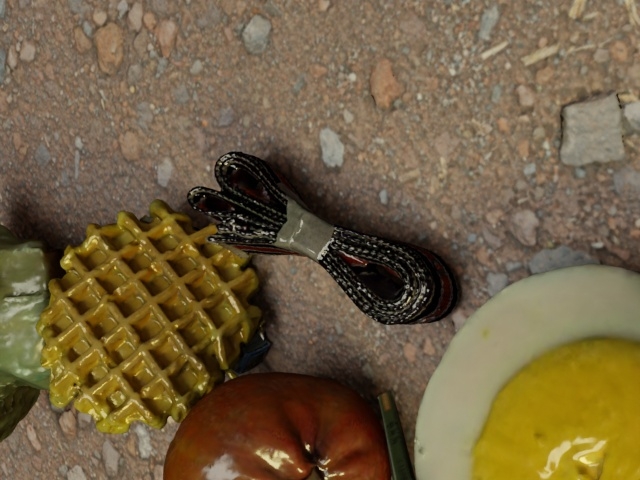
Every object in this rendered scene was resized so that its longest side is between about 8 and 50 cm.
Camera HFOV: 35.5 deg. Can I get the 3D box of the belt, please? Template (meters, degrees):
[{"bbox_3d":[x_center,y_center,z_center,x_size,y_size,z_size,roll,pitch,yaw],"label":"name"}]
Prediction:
[{"bbox_3d":[0.000,0.000,1.199,0.359,0.094,0.126,25,88,29],"label":"belt"}]

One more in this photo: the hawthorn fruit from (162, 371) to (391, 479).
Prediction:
[{"bbox_3d":[-0.061,0.292,1.214,0.298,0.277,0.277,175,85,-71],"label":"hawthorn fruit"}]

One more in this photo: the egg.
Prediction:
[{"bbox_3d":[0.264,0.206,0.969,0.337,0.201,0.337,-15,62,31],"label":"egg"}]

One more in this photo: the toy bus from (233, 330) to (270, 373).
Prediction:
[{"bbox_3d":[-0.137,0.120,1.368,0.153,0.051,0.061,39,131,27],"label":"toy bus"}]

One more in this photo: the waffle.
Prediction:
[{"bbox_3d":[-0.223,0.101,1.299,0.329,0.329,0.062,53,168,19],"label":"waffle"}]

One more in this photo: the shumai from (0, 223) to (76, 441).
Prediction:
[{"bbox_3d":[-0.456,0.102,1.479,0.323,0.324,0.397,-12,101,23],"label":"shumai"}]

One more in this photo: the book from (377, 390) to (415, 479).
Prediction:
[{"bbox_3d":[0.100,0.315,1.034,0.026,0.289,0.201,-13,116,3],"label":"book"}]
